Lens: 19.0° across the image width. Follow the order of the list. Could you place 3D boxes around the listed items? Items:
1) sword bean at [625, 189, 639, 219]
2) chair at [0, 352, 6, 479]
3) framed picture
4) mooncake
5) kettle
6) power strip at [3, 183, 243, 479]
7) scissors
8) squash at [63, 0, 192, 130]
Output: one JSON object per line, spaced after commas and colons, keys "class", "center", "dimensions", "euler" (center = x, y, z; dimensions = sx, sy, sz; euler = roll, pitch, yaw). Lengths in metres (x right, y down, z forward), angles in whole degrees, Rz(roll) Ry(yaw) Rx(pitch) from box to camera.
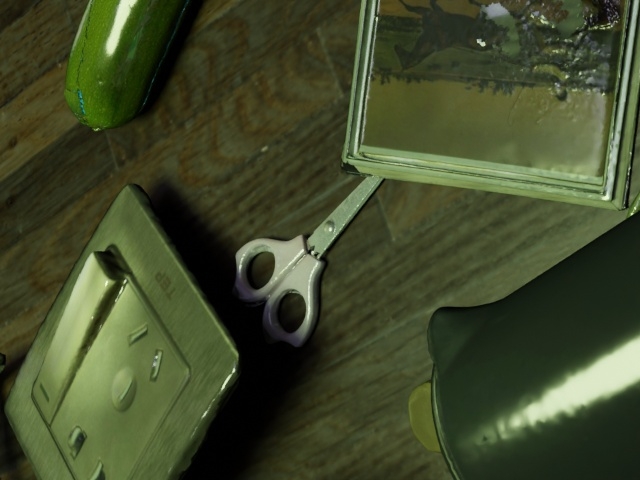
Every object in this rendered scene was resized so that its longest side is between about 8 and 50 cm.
{"class": "sword bean", "center": [0.225, -0.036, 1.315], "dimensions": [0.012, 0.012, 0.083], "euler": [37, 113, 35]}
{"class": "chair", "center": [-0.392, 0.206, 1.734], "dimensions": [0.270, 0.136, 0.147], "euler": [-46, 42, 49]}
{"class": "framed picture", "center": [0.123, -0.133, 1.398], "dimensions": [0.252, 0.014, 0.197], "euler": [10, 95, 38]}
{"class": "mooncake", "center": [0.115, -0.016, 1.359], "dimensions": [0.150, 0.057, 0.347], "euler": [36, 113, 19]}
{"class": "kettle", "center": [0.256, 0.084, 1.190], "dimensions": [0.308, 0.262, 0.203], "euler": [-33, 37, 35]}
{"class": "power strip", "center": [-0.149, 0.122, 1.573], "dimensions": [0.251, 0.092, 0.257], "euler": [50, 121, 40]}
{"class": "scissors", "center": [0.000, 0.000, 1.504], "dimensions": [0.189, 0.015, 0.100], "euler": [-48, 61, 25]}
{"class": "squash", "center": [-0.127, -0.234, 1.578], "dimensions": [0.087, 0.087, 0.331], "euler": [44, 114, 33]}
